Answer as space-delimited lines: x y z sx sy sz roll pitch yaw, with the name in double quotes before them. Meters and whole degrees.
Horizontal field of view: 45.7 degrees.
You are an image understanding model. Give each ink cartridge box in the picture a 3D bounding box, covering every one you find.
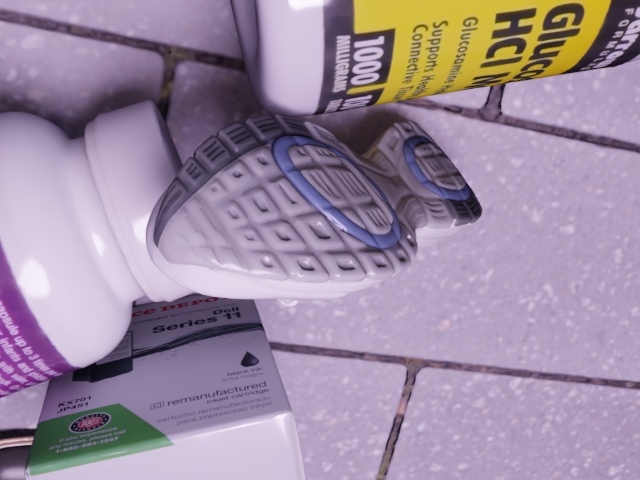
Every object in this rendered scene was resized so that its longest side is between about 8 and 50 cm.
"ink cartridge box" -0.102 0.116 0.519 0.153 0.208 0.087 -11 109 -10

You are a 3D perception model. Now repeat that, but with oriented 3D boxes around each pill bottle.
"pill bottle" -0.225 0.019 0.475 0.301 0.169 0.169 -19 113 -5
"pill bottle" 0.112 -0.191 0.464 0.334 0.188 0.188 -11 112 -8

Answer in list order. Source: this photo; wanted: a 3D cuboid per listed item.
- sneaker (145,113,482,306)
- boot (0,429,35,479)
"sneaker" 0.000 0.000 0.476 0.129 0.297 0.111 -40 74 28
"boot" -0.175 0.225 0.580 0.198 0.137 0.077 23 103 -19
